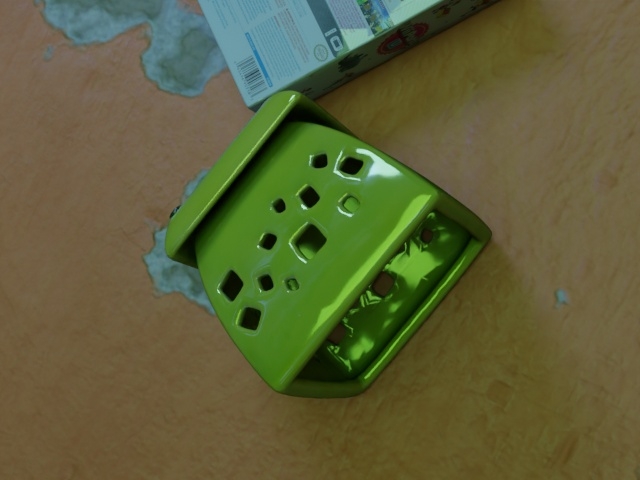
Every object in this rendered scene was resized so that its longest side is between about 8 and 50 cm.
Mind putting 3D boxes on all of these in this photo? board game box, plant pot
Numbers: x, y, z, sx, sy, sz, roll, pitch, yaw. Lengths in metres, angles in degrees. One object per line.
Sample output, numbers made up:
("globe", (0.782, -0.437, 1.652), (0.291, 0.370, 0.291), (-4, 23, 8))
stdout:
("board game box", (0.024, -0.294, 1.041), (0.303, 0.097, 0.224), (-27, 78, 13))
("plant pot", (0.000, 0.000, 0.958), (0.207, 0.228, 0.227), (42, 97, 21))
